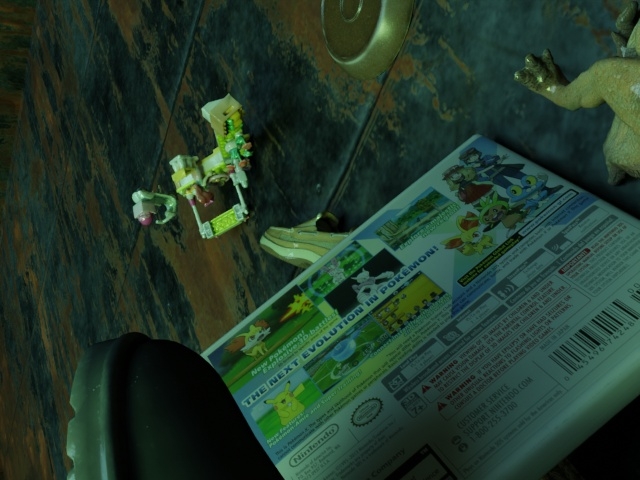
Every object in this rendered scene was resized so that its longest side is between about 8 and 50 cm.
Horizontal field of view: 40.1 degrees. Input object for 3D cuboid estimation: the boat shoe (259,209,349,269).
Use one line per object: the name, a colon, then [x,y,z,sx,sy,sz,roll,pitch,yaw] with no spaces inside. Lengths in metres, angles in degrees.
boat shoe: [0.000,0.000,1.023,0.190,0.068,0.072,18,94,48]

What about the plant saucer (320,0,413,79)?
plant saucer: [0.043,-0.263,0.968,0.168,0.029,0.169,-1,88,60]

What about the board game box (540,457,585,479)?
board game box: [0.153,0.331,0.636,0.291,0.141,0.232,52,134,33]

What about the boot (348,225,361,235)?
boot: [0.087,0.125,0.830,0.262,0.095,0.203,45,129,38]

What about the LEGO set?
LEGO set: [-0.142,-0.084,1.205,0.287,0.132,0.107,-37,68,47]

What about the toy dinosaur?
toy dinosaur: [0.246,-0.119,0.541,0.200,0.127,0.296,52,139,37]

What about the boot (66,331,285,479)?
boot: [0.124,0.174,0.442,0.146,0.445,0.367,52,-157,-77]

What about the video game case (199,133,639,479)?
video game case: [0.084,0.072,0.665,0.036,0.329,0.300,54,174,-35]
